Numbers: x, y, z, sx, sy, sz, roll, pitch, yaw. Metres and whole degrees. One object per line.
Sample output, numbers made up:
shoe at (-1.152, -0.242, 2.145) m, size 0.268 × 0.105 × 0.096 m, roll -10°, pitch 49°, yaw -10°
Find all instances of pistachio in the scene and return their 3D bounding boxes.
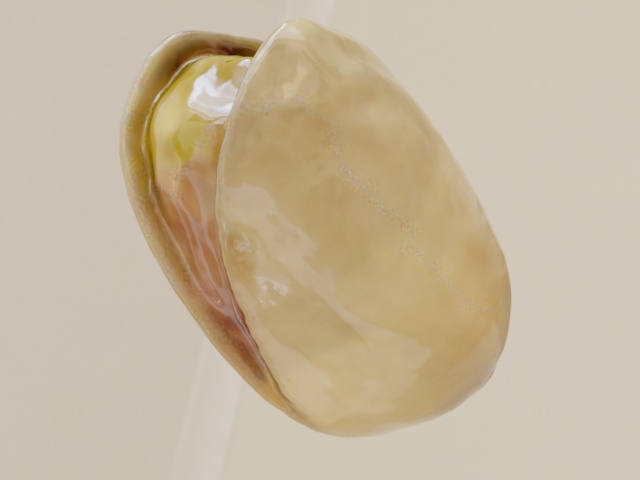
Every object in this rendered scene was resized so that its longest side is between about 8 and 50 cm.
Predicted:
pistachio at (0.000, 0.000, 1.003) m, size 0.299 × 0.187 × 0.187 m, roll 51°, pitch -124°, yaw -37°
